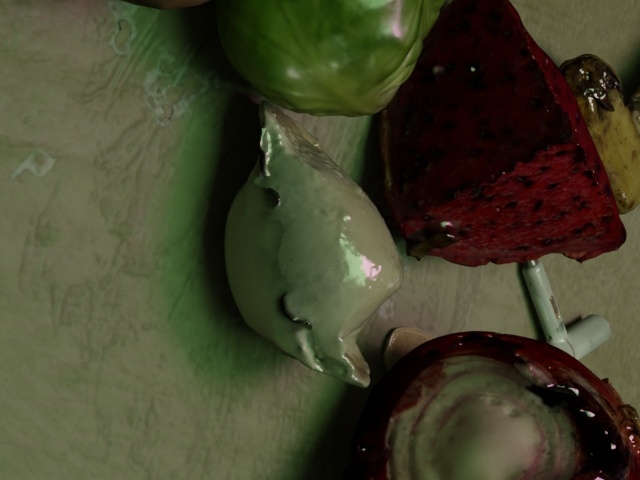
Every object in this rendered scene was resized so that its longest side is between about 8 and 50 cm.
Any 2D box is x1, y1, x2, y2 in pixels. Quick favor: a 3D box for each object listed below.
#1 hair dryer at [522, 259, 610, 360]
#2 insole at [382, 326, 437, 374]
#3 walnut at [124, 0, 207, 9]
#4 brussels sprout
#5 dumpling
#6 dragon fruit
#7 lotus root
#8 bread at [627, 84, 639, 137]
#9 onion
[{"bbox_3d":[0.284,0.069,1.852,0.155,0.044,0.183,-25,109,-44],"label":"hair dryer"},{"bbox_3d":[0.148,0.165,1.742,0.248,0.011,0.081,32,71,-43],"label":"insole"},{"bbox_3d":[-0.136,-0.325,1.244,0.227,0.273,0.273,-10,103,-76],"label":"walnut"},{"bbox_3d":[0.011,-0.227,1.422,0.244,0.244,0.244,-6,99,-45],"label":"brussels sprout"},{"bbox_3d":[0.005,0.001,1.492,0.227,0.175,0.243,-24,129,-73],"label":"dumpling"},{"bbox_3d":[0.229,-0.067,1.642,0.330,0.240,0.302,38,86,-33],"label":"dragon fruit"},{"bbox_3d":[0.333,-0.125,1.842,0.110,0.097,0.258,-50,134,-21],"label":"lotus root"},{"bbox_3d":[0.561,-0.155,1.988,0.270,0.211,0.315,-50,130,-31],"label":"bread"},{"bbox_3d":[0.197,0.260,1.584,0.341,0.341,0.341,-6,99,-45],"label":"onion"}]
